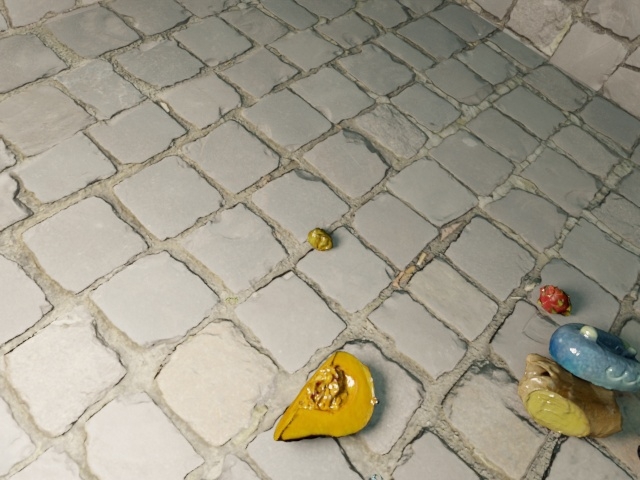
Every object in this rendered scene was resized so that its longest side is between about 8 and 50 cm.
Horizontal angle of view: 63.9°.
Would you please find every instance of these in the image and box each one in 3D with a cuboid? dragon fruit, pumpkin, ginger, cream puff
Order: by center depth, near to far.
[{"bbox_3d":[0.017,0.409,1.207,0.163,0.111,0.278,43,54,-2],"label":"pumpkin"},{"bbox_3d":[0.650,0.402,1.341,0.275,0.130,0.221,42,46,18],"label":"ginger"},{"bbox_3d":[0.000,0.000,1.513,0.083,0.083,0.058,36,99,0],"label":"cream puff"},{"bbox_3d":[0.705,0.184,1.537,0.116,0.086,0.081,41,75,-29],"label":"dragon fruit"}]

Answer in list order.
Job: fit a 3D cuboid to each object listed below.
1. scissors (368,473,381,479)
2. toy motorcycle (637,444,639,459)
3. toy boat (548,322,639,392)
[{"bbox_3d":[0.141,0.573,1.166,0.036,0.006,0.083,-23,63,-29],"label":"scissors"},{"bbox_3d":[0.894,0.585,1.300,0.213,0.082,0.122,48,57,6],"label":"toy motorcycle"},{"bbox_3d":[0.770,0.294,1.378,0.329,0.123,0.215,14,24,-19],"label":"toy boat"}]
